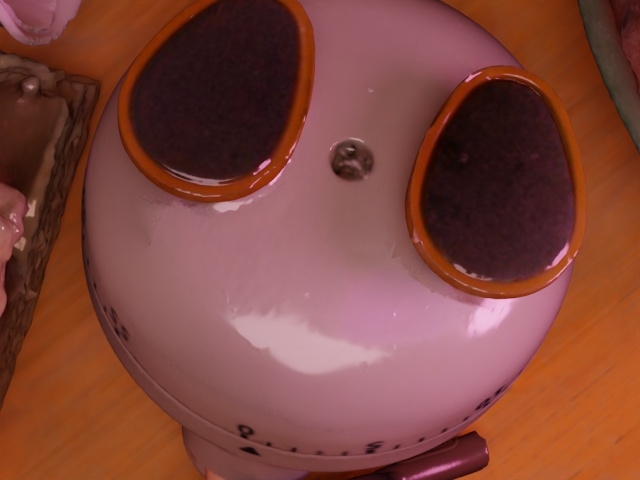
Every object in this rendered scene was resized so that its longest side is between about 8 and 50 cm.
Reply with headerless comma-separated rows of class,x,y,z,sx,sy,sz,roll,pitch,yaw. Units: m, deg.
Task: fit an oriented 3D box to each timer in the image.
timer,0.000,0.000,0.935,0.234,0.240,0.233,3,69,-7

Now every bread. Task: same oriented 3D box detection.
bread,-0.232,0.009,0.906,0.211,0.183,0.224,14,96,-4

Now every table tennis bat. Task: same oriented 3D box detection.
table tennis bat,0.028,0.177,0.981,0.170,0.107,0.119,-19,78,-21

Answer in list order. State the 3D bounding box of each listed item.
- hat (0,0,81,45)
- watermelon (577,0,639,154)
hat,-0.194,-0.177,0.894,0.126,0.203,0.203,-10,101,14
watermelon,0.263,-0.164,0.908,0.222,0.319,0.292,27,57,21
